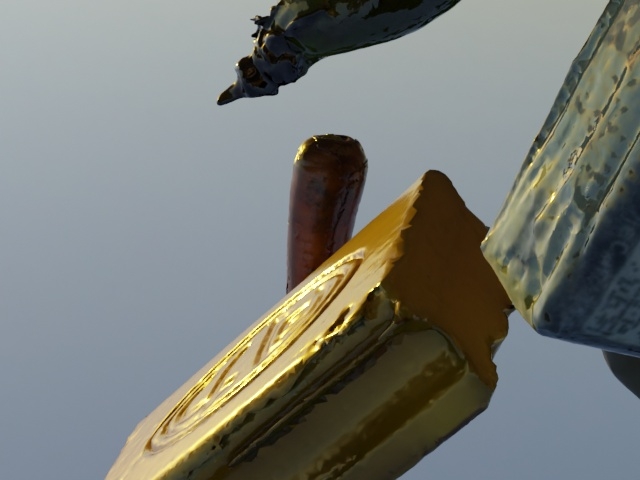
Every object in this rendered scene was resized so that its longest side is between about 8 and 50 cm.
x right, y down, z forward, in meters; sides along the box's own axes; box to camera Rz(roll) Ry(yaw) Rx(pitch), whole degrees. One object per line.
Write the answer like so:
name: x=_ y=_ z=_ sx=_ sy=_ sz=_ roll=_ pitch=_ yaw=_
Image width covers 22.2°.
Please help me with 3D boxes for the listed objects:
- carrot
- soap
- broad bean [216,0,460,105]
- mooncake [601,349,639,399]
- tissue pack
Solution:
carrot: x=0.000 y=0.000 z=1.197 sx=0.055 sy=0.161 sz=0.055 roll=7 pitch=-160 yaw=-3
soap: x=-0.015 y=0.109 z=1.060 sx=0.096 sy=0.324 sz=0.204 roll=44 pitch=-154 yaw=-10
broad bean: x=0.078 y=-0.176 z=0.706 sx=0.077 sy=0.339 sz=0.061 roll=37 pitch=-175 yaw=-33
mooncake: x=0.352 y=0.041 z=1.292 sx=0.275 sy=0.275 sz=0.135 roll=18 pitch=-140 yaw=12
tissue pack: x=0.216 y=-0.028 z=0.635 sx=0.257 sy=0.185 sz=0.081 roll=12 pitch=-150 yaw=-26
